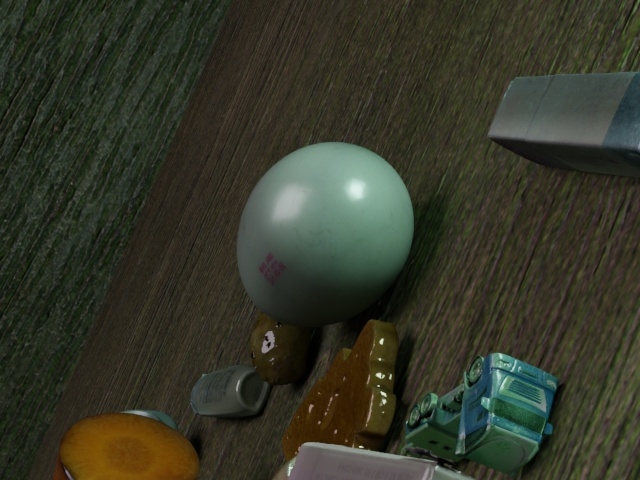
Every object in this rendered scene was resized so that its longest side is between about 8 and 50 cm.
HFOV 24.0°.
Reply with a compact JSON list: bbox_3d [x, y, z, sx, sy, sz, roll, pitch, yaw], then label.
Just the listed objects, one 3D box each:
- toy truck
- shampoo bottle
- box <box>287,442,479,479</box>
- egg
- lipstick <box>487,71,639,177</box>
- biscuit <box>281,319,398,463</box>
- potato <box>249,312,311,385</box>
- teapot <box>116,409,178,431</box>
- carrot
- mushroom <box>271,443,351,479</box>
[{"bbox_3d":[0.119,0.157,1.220,0.175,0.067,0.081,-43,27,54],"label":"toy truck"},{"bbox_3d":[-0.121,0.201,1.992,0.212,0.049,0.072,-18,53,69],"label":"shampoo bottle"},{"bbox_3d":[0.096,0.209,0.951,0.106,0.203,0.251,-69,16,-10],"label":"box"},{"bbox_3d":[0.000,0.000,1.642,0.264,0.183,0.183,125,163,-55],"label":"egg"},{"bbox_3d":[0.229,-0.096,1.238,0.068,0.066,0.317,-66,15,-1],"label":"lipstick"},{"bbox_3d":[0.020,0.194,1.549,0.238,0.041,0.212,147,139,-63],"label":"biscuit"},{"bbox_3d":[-0.048,0.118,1.831,0.091,0.070,0.138,-56,17,28],"label":"potato"},{"bbox_3d":[-0.259,0.332,2.119,0.159,0.159,0.232,-62,26,14],"label":"teapot"},{"bbox_3d":[-0.246,0.330,1.735,0.159,0.159,0.225,-95,22,-61],"label":"carrot"},{"bbox_3d":[-0.024,0.300,1.242,0.254,0.195,0.189,-92,27,-64],"label":"mushroom"}]
